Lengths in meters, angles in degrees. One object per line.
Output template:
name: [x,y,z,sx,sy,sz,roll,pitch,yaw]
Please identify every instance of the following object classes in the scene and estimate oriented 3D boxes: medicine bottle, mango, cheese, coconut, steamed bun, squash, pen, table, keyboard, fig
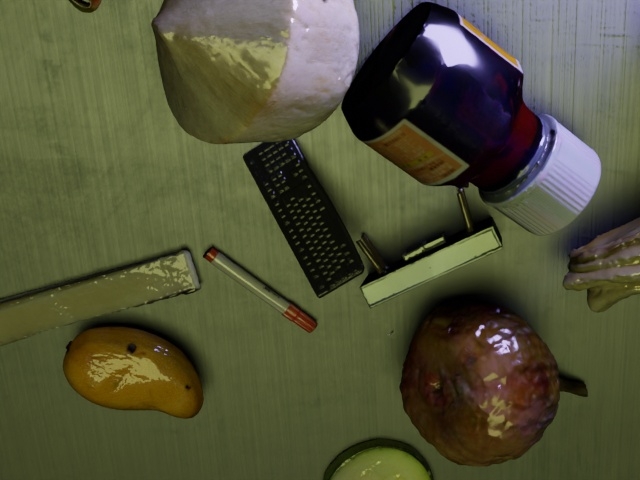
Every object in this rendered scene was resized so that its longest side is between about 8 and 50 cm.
medicine bottle: [0.239,-0.163,1.496,0.395,0.242,0.242,37,109,-19]
mango: [-0.331,0.237,1.754,0.262,0.109,0.157,21,103,-13]
cheese: [-0.409,0.101,1.736,0.400,0.034,0.085,-16,108,8]
coconut: [-0.105,-0.282,1.403,0.329,0.329,0.328,0,113,1]
steamed bun: [0.625,0.013,1.585,0.428,0.247,0.189,-26,97,27]
squash: [0.115,0.481,1.889,0.219,0.041,0.219,-1,112,-3]
pen: [-0.105,0.089,1.725,0.239,0.028,0.028,36,109,-13]
table: [0.172,0.006,1.637,0.240,0.121,0.111,-26,93,11]
keyboard: [-0.003,0.001,1.595,0.103,0.041,0.381,-32,85,14]
fig: [0.328,0.256,1.714,0.369,0.286,0.286,12,117,-38]

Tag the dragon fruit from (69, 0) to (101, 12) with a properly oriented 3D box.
dragon fruit: [-0.336,-0.465,1.393,0.227,0.224,0.224,38,109,-10]
